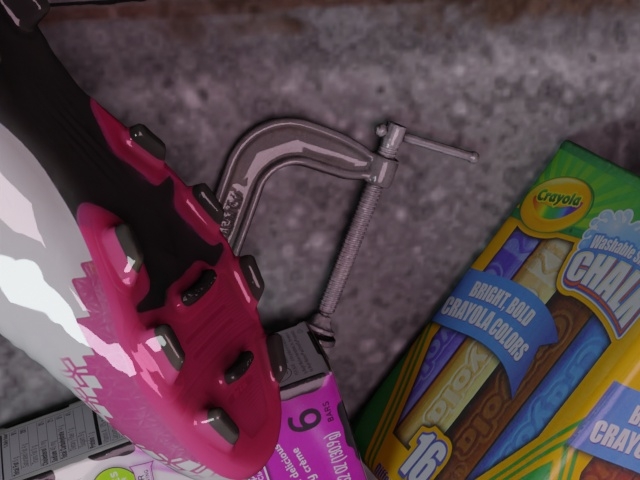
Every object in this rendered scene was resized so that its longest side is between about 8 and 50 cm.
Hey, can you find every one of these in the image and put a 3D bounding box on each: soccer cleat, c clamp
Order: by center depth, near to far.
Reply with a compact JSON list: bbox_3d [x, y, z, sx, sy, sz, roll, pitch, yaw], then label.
[{"bbox_3d":[-0.145,-0.012,0.683,0.143,0.116,0.331,-24,109,31],"label":"soccer cleat"},{"bbox_3d":[0.000,0.000,0.796,0.137,0.022,0.161,22,101,-24],"label":"c clamp"}]

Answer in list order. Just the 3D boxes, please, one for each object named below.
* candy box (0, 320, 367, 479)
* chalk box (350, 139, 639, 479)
[{"bbox_3d":[-0.088,0.161,0.785,0.233,0.071,0.159,-20,114,-5],"label":"candy box"},{"bbox_3d":[0.187,0.073,0.802,0.180,0.179,0.289,34,95,-27],"label":"chalk box"}]
